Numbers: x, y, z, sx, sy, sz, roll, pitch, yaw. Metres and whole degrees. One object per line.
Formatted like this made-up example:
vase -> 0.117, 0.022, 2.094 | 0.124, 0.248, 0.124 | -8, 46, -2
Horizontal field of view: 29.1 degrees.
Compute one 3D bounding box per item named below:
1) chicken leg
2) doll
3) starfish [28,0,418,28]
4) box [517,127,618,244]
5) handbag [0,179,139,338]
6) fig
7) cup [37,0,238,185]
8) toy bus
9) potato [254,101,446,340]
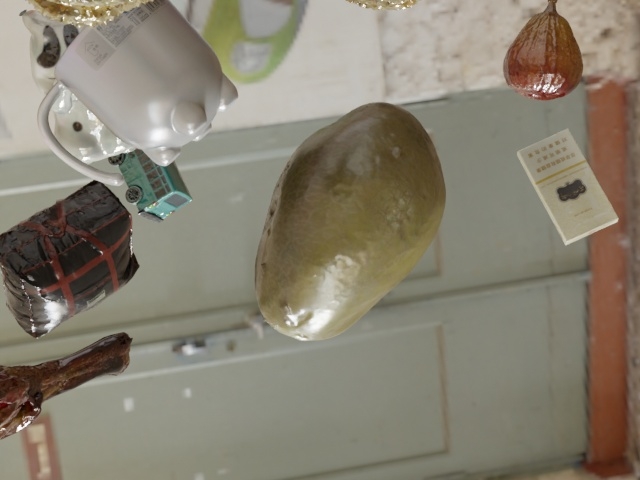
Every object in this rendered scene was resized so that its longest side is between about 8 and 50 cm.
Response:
chicken leg -> -0.358, 0.175, 1.408 | 0.095, 0.158, 0.407 | 64, -157, 4
doll -> -0.264, -0.173, 1.390 | 0.107, 0.110, 0.180 | -102, -4, -53
starfish -> -0.068, -0.223, 0.924 | 0.303, 0.312, 0.113 | -39, -52, -57
box -> 0.382, -0.084, 1.910 | 0.024, 0.090, 0.166 | 71, 174, -72
handbag -> -0.384, 0.024, 1.864 | 0.155, 0.215, 0.169 | 41, 153, 29
fig -> 0.301, -0.265, 1.713 | 0.119, 0.119, 0.153 | -138, 29, -76
cup -> -0.178, -0.146, 1.211 | 0.142, 0.173, 0.134 | 47, 150, -2
toy bus -> -0.278, -0.119, 1.987 | 0.160, 0.092, 0.079 | 62, -169, 19
potato -> 0.026, -0.015, 1.132 | 0.160, 0.235, 0.178 | 30, 178, 30
